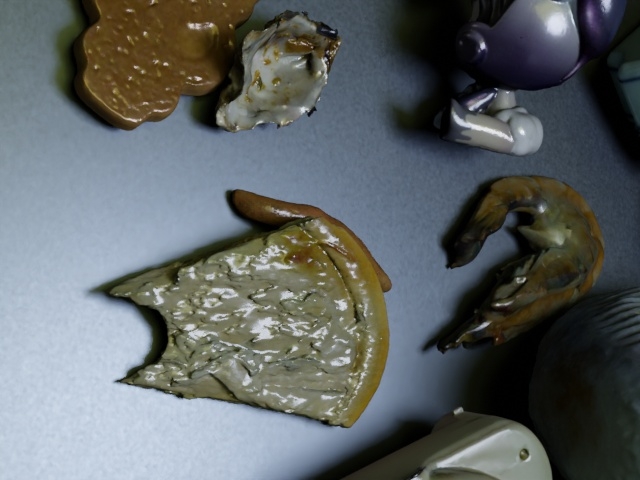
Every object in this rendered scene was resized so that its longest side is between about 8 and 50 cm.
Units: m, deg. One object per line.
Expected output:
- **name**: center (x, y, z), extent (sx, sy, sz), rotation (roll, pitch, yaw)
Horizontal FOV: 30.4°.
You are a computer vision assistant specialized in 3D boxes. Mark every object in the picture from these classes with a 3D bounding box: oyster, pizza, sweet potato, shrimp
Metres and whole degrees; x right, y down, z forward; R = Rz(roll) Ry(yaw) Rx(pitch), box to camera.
- **oyster**: center (-0.035, -0.150, 1.017), extent (0.148, 0.051, 0.103), rotation (-14, 122, -44)
- **pizza**: center (-0.050, 0.064, 0.968), extent (0.262, 0.034, 0.181), rotation (7, 93, -30)
- **sweet potato**: center (0.001, -0.004, 1.031), extent (0.179, 0.044, 0.044), rotation (34, 66, -27)
- **shrimp**: center (0.192, 0.013, 1.144), extent (0.254, 0.059, 0.145), rotation (-22, 93, -35)

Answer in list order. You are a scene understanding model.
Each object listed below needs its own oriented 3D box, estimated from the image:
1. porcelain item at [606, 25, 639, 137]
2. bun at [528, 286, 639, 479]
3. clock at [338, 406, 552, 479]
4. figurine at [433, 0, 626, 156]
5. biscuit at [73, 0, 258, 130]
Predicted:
- **porcelain item**: center (0.475, -0.196, 1.229), extent (0.281, 0.286, 0.157), rotation (-40, 108, -33)
- **bun**: center (0.363, 0.162, 1.069), extent (0.362, 0.362, 0.211), rotation (-2, 101, -34)
- **clock**: center (0.095, 0.325, 0.985), extent (0.284, 0.114, 0.309), rotation (-22, 98, -26)
- **figurine**: center (0.192, -0.183, 1.080), extent (0.145, 0.145, 0.222), rotation (5, 112, -33)
- **biscuit**: center (-0.124, -0.195, 0.976), extent (0.144, 0.040, 0.236), rotation (35, 67, -18)
